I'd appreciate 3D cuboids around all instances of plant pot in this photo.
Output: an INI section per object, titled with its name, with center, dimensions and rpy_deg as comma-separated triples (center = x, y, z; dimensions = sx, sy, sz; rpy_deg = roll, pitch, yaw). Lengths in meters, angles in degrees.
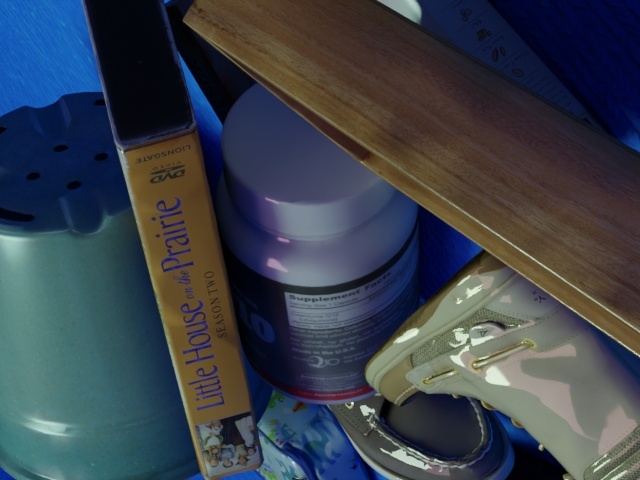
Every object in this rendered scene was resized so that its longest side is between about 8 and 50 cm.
[plant pot]
center = -0.242, 0.042, 1.691
dimensions = 0.341, 0.341, 0.334
rpy_deg = 35, 146, 42

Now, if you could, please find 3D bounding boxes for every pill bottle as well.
[pill bottle]
center = 0.000, 0.000, 1.268
dimensions = 0.161, 0.161, 0.283
rpy_deg = 43, 158, 28

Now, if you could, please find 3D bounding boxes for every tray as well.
[tray]
center = 0.118, -0.021, 0.835
dimensions = 0.411, 0.076, 0.203
rpy_deg = 38, -177, 40

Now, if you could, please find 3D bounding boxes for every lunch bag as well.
[lunch bag]
center = -0.034, 0.248, 1.878
dimensions = 0.219, 0.090, 0.176
rpy_deg = 37, 157, 42

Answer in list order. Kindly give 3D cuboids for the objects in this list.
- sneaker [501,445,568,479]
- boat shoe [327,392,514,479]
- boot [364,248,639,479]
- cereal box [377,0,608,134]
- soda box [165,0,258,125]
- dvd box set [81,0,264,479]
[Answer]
[sneaker]
center = 0.191, 0.265, 1.351
dimensions = 0.227, 0.087, 0.130
rpy_deg = 17, 122, 63
[boat shoe]
center = 0.051, 0.117, 1.426
dimensions = 0.324, 0.117, 0.096
rpy_deg = 41, 161, 46
[boot]
center = 0.149, 0.113, 1.103
dimensions = 0.203, 0.095, 0.262
rpy_deg = 47, 149, 4
[cereal box]
center = 0.080, -0.113, 1.066
dimensions = 0.240, 0.047, 0.173
rpy_deg = 50, 160, 10
[soda box]
center = -0.066, -0.137, 1.343
dimensions = 0.183, 0.058, 0.063
rpy_deg = 60, 160, -15
[dvd box set]
center = -0.126, -0.042, 1.275
dimensions = 0.420, 0.062, 0.307
rpy_deg = 83, 172, -49
